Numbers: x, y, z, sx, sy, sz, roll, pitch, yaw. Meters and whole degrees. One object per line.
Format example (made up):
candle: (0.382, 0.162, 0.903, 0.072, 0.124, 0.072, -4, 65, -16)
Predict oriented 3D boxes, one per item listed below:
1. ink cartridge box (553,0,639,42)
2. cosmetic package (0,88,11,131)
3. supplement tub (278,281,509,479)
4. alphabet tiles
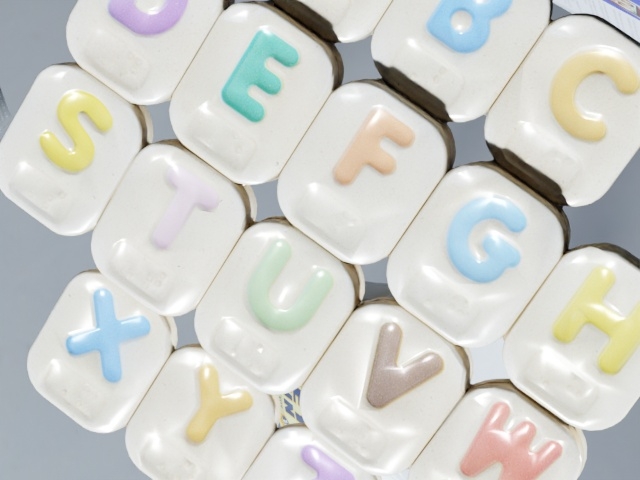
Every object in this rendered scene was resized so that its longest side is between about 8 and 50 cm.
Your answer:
ink cartridge box: (0.275, -0.161, 1.008, 0.371, 0.176, 0.069, 37, 92, 20)
cosmetic package: (-0.394, -0.116, 1.318, 0.107, 0.127, 0.238, -12, 26, 12)
supplement tub: (0.089, 0.159, 1.490, 0.228, 0.316, 0.228, 0, 89, -20)
alphabet tiles: (0.000, 0.000, 0.579, 0.284, 0.021, 0.278, 37, 108, 8)
